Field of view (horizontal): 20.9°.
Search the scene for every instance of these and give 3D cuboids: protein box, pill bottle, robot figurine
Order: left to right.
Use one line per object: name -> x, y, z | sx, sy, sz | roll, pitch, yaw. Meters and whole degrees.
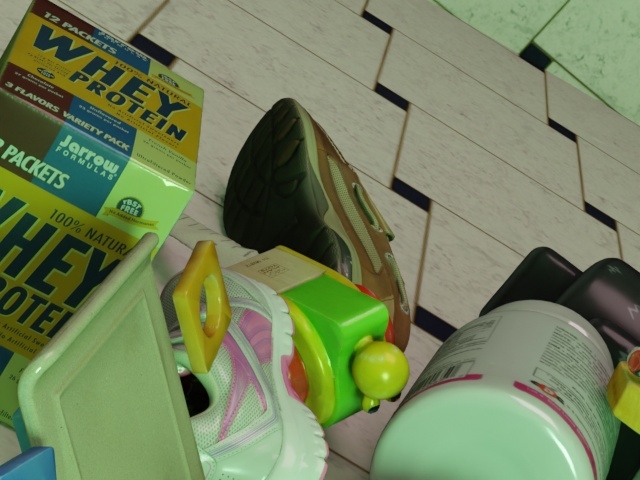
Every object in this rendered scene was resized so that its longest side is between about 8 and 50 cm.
protein box -> -0.185, -0.020, 1.145 | 0.136, 0.201, 0.200 | 28, 20, -13
pill bottle -> 0.144, 0.145, 1.328 | 0.160, 0.160, 0.283 | 35, 20, 5
robot figurine -> 0.277, 0.125, 1.560 | 0.278, 0.173, 0.209 | 39, 36, 17

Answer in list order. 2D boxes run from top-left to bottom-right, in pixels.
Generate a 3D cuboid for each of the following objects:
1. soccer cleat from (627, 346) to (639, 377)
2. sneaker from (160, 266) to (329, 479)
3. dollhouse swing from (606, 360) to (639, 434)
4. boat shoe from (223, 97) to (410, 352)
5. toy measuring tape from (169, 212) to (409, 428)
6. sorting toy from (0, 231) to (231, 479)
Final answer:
soccer cleat -> 0.261, 0.096, 1.254 | 0.083, 0.029, 0.035 | 19, 15, 4
sneaker -> -0.080, 0.091, 1.195 | 0.111, 0.103, 0.252 | 24, 21, -29
dollhouse swing -> 0.356, 0.286, 1.289 | 0.305, 0.315, 0.347 | 18, 5, 40
boat shoe -> 0.000, 0.000, 1.536 | 0.120, 0.122, 0.324 | 28, 28, -29
toy measuring tape -> -0.041, 0.066, 1.356 | 0.121, 0.121, 0.330 | 16, 6, -41
sorting toy -> -0.122, 0.115, 0.974 | 0.047, 0.196, 0.347 | -1, 22, 16
